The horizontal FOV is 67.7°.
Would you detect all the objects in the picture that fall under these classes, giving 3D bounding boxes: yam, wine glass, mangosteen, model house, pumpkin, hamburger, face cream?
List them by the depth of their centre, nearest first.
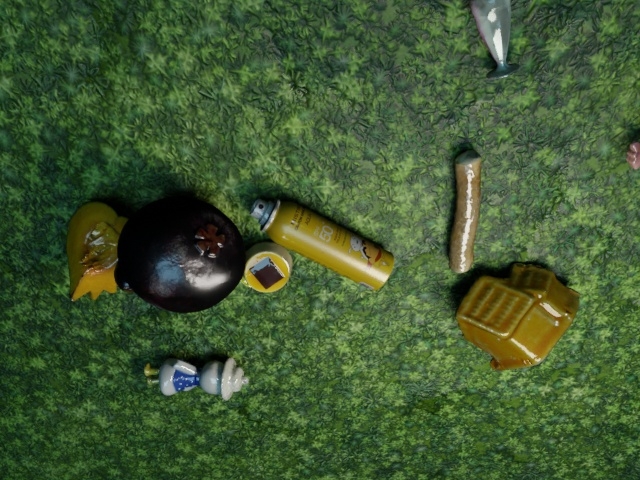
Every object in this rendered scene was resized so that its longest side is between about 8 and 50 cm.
[{"bbox_3d":[0.329,-0.388,0.897,0.074,0.073,0.154,-17,119,10],"label":"wine glass"},{"bbox_3d":[-0.322,0.042,1.069,0.275,0.274,0.302,43,135,-21],"label":"mangosteen"},{"bbox_3d":[0.332,-0.060,1.096,0.066,0.066,0.299,-3,119,3],"label":"yam"},{"bbox_3d":[0.000,0.000,1.112,0.349,0.105,0.104,27,117,-14],"label":"face cream"},{"bbox_3d":[-0.516,0.010,1.145,0.149,0.131,0.253,43,109,28],"label":"pumpkin"},{"bbox_3d":[-0.137,0.067,1.167,0.127,0.081,0.141,36,102,-21],"label":"hamburger"},{"bbox_3d":[0.469,0.172,1.191,0.239,0.173,0.268,38,83,-5],"label":"model house"}]

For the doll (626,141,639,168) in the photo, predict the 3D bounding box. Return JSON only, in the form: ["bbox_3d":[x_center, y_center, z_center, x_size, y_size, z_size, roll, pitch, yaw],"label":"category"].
[{"bbox_3d":[0.753,-0.235,0.966,0.262,0.093,0.211,-28,122,13],"label":"doll"}]

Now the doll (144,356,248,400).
[{"bbox_3d":[-0.346,0.383,1.342,0.294,0.119,0.138,2,128,7],"label":"doll"}]
